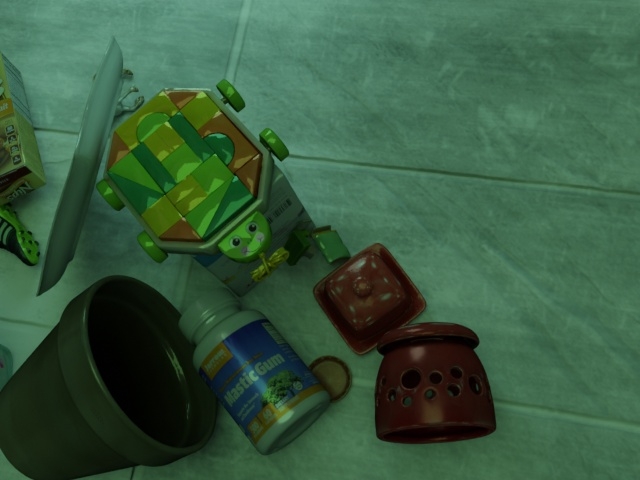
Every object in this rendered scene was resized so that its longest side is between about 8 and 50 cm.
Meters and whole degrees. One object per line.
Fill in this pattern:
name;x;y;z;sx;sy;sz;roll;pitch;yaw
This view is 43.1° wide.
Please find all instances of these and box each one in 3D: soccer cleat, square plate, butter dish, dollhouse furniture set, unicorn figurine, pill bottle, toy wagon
soccer cleat;-0.612;-0.004;1.596;0.072;0.060;0.179;-44;64;5
square plate;-0.412;-0.127;1.416;0.049;0.344;0.347;16;42;-17
butter dish;0.078;0.090;1.405;0.160;0.118;0.160;-36;70;-2
dollhouse furniture set;0.000;0.000;1.434;0.076;0.151;0.058;55;130;22
unicorn figurine;-0.423;-0.290;1.652;0.111;0.060;0.162;-28;54;1
pill bottle;-0.122;0.215;1.385;0.152;0.152;0.272;-41;71;-4
toy wagon;-0.176;-0.084;1.244;0.267;0.068;0.344;-41;69;-3

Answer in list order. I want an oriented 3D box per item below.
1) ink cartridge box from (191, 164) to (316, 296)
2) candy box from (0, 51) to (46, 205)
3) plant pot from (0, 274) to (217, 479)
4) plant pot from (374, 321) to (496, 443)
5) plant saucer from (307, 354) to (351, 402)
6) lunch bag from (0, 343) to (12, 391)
ink cartridge box;-0.163;-0.061;1.415;0.198;0.270;0.197;-43;69;-5
candy box;-0.679;-0.215;1.632;0.183;0.087;0.316;-24;62;2
plant pot;-0.379;0.264;1.358;0.280;0.323;0.323;-32;69;16
plant pot;0.179;0.229;1.307;0.191;0.191;0.174;-6;70;9
plant saucer;0.014;0.244;1.424;0.083;0.013;0.083;-3;73;10
lunch bag;-0.673;0.205;1.449;0.160;0.223;0.262;-36;71;-8
